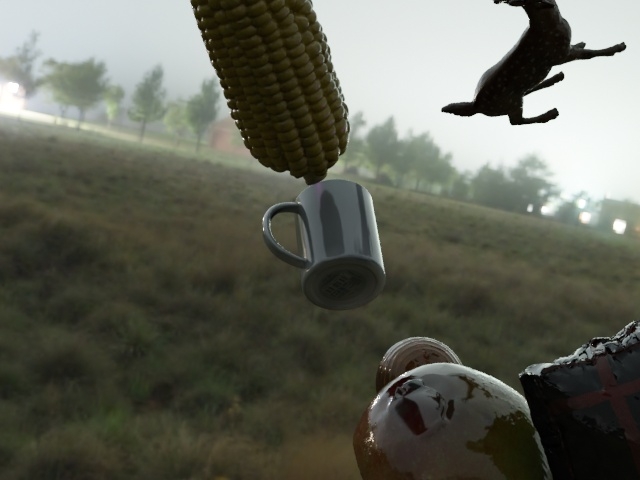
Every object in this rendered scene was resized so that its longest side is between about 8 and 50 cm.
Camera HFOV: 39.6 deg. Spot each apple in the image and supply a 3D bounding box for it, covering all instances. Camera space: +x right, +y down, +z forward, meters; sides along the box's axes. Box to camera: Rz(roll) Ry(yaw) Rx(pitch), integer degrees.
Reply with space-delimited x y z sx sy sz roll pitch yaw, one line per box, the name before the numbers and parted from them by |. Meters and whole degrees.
apple | 0.138 0.220 0.875 0.207 0.174 0.188 19 9 -9

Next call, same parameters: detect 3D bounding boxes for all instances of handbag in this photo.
handbag | 0.292 0.154 0.773 0.215 0.169 0.155 -20 -13 0

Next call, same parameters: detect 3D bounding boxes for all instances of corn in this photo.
corn | -0.056 -0.202 0.933 0.130 0.347 0.130 -14 37 11

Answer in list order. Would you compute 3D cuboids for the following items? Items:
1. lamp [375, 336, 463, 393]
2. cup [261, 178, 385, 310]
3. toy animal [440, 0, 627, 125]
lamp | 0.147 0.209 1.300 0.136 0.136 0.136 11 6 -1
cup | 0.003 0.007 1.059 0.136 0.099 0.133 -8 48 0
toy animal | 0.257 -0.236 1.095 0.260 0.243 0.087 1 41 -37
